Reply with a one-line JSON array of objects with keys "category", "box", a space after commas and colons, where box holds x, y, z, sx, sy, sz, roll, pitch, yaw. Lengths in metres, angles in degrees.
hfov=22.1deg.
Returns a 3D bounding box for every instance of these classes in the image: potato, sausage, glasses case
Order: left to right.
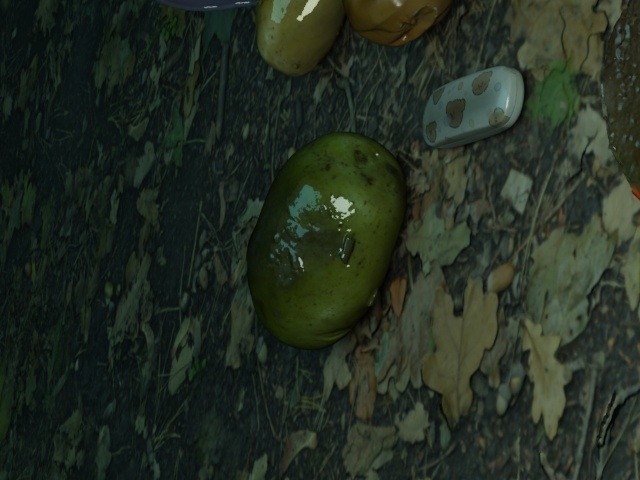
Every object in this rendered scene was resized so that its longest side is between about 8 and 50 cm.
[{"category": "potato", "box": [-0.020, -0.290, 1.988, 0.118, 0.109, 0.178, -89, 22, -72]}, {"category": "potato", "box": [0.001, 0.001, 1.801, 0.228, 0.148, 0.197, -52, 51, 40]}, {"category": "sausage", "box": [0.081, -0.323, 1.779, 0.136, 0.120, 0.241, -37, 47, 35]}, {"category": "glasses case", "box": [0.153, -0.133, 1.652, 0.164, 0.041, 0.063, -14, 69, 63]}]

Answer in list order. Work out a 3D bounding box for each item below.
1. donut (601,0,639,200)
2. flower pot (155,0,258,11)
[{"category": "donut", "box": [0.320, -0.133, 1.243, 0.270, 0.103, 0.269, -26, 60, 60]}, {"category": "flower pot", "box": [-0.134, -0.455, 2.097, 0.265, 0.265, 0.243, -39, 49, 54]}]
